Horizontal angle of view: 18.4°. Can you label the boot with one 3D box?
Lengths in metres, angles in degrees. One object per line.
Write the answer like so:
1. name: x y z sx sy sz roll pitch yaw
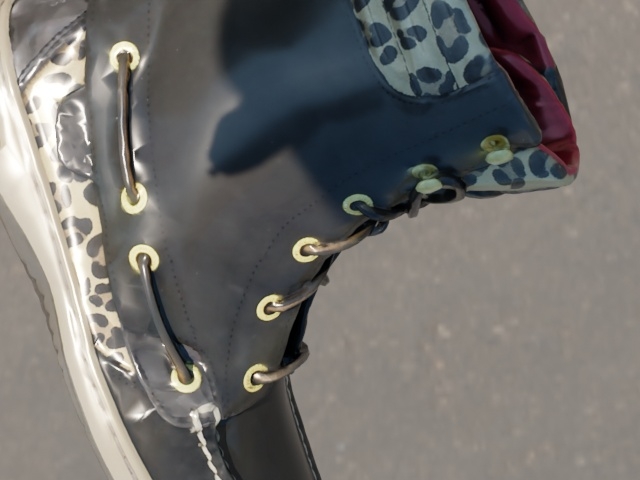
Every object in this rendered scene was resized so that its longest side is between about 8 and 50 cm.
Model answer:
1. boot: 0.000 0.000 1.038 0.284 0.138 0.377 -22 95 20
